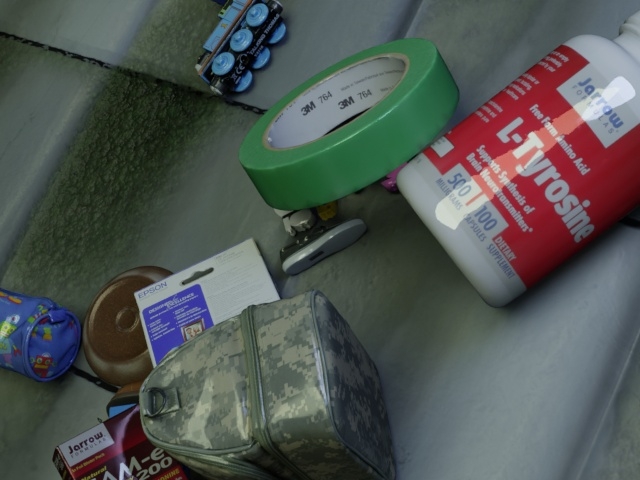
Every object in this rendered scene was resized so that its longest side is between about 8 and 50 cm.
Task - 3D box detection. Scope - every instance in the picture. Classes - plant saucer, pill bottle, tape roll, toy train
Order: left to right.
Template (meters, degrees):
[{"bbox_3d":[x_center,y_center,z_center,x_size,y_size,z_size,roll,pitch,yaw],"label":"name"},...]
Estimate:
[{"bbox_3d":[-0.293,0.127,1.714,0.198,0.036,0.199,-9,66,20],"label":"plant saucer"},{"bbox_3d":[-0.136,-0.325,1.819,0.105,0.080,0.184,31,85,40],"label":"toy train"},{"bbox_3d":[0.038,-0.170,1.573,0.321,0.077,0.321,-27,25,14],"label":"tape roll"},{"bbox_3d":[0.319,-0.117,1.437,0.407,0.229,0.229,-38,59,5],"label":"pill bottle"}]

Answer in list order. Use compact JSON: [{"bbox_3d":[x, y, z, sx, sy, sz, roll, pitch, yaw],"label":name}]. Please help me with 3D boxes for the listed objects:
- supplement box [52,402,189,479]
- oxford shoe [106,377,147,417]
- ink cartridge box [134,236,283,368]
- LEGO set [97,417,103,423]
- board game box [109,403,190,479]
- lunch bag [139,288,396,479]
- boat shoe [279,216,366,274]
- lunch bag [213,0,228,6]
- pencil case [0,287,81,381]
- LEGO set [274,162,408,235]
[{"bbox_3d":[-0.225,0.341,1.398,0.130,0.073,0.239,-27,76,-26],"label":"supplement box"},{"bbox_3d":[-0.204,0.222,1.618,0.212,0.076,0.076,-4,26,11],"label":"oxford shoe"},{"bbox_3d":[-0.157,0.108,1.621,0.206,0.045,0.208,-25,41,-2],"label":"ink cartridge box"},{"bbox_3d":[-0.296,0.284,1.658,0.083,0.023,0.054,38,89,18],"label":"LEGO set"},{"bbox_3d":[-0.235,0.347,1.520,0.047,0.160,0.210,-10,65,19],"label":"board game box"},{"bbox_3d":[-0.064,0.227,1.419,0.256,0.305,0.213,-15,61,13],"label":"lunch bag"},{"bbox_3d":[0.000,0.000,1.633,0.142,0.049,0.040,-30,59,12],"label":"boat shoe"},{"bbox_3d":[-0.155,-0.436,1.863,0.065,0.098,0.067,-45,59,22],"label":"lunch bag"},{"bbox_3d":[-0.529,0.124,1.766,0.306,0.119,0.133,16,104,27],"label":"pencil case"},{"bbox_3d":[0.029,-0.071,1.623,0.227,0.087,0.093,-26,55,13],"label":"LEGO set"}]
